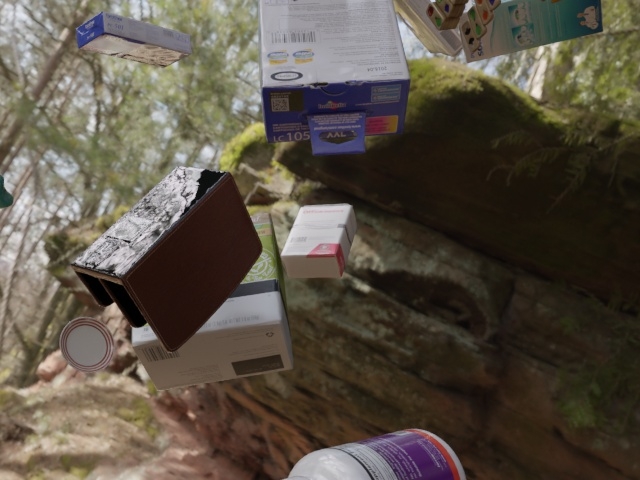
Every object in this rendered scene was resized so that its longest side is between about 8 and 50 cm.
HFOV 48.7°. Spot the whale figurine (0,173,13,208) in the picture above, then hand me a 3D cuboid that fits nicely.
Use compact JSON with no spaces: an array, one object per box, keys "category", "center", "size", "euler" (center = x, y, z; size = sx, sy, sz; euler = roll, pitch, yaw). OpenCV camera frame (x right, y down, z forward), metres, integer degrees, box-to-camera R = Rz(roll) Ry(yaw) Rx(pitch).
[{"category":"whale figurine","center":[-0.812,-0.054,1.541],"size":[0.141,0.272,0.216],"euler":[60,-21,30]}]

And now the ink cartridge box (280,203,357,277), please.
[{"category":"ink cartridge box","center":[0.000,0.000,1.945],"size":[0.159,0.217,0.092],"euler":[-1,-49,19]}]

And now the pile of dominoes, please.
[{"category":"pile of dominoes","center":[0.262,-0.489,1.269],"size":[0.251,0.040,0.195],"euler":[110,-39,-52]}]

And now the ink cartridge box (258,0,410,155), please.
[{"category":"ink cartridge box","center":[0.017,-0.338,1.361],"size":[0.270,0.395,0.151],"euler":[-4,-38,-2]}]

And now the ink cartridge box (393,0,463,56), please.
[{"category":"ink cartridge box","center":[0.317,-0.720,2.262],"size":[0.296,0.066,0.261],"euler":[44,8,-17]}]

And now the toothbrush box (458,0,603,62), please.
[{"category":"toothbrush box","center":[0.458,-0.527,1.590],"size":[0.296,0.216,0.126],"euler":[-10,-54,17]}]

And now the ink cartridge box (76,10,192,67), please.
[{"category":"ink cartridge box","center":[-0.371,-0.400,1.421],"size":[0.097,0.046,0.207],"euler":[-11,-8,40]}]

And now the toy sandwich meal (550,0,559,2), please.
[{"category":"toy sandwich meal","center":[0.372,-0.401,1.099],"size":[0.086,0.085,0.029],"euler":[24,-20,11]}]

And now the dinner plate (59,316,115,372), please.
[{"category":"dinner plate","center":[-0.571,0.256,1.731],"size":[0.141,0.141,0.017],"euler":[33,-41,-26]}]

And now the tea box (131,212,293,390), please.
[{"category":"tea box","center":[-0.249,0.141,1.663],"size":[0.329,0.323,0.219],"euler":[-9,-40,-1]}]

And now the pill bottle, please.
[{"category":"pill bottle","center":[0.071,0.400,1.083],"size":[0.182,0.181,0.323],"euler":[14,7,43]}]

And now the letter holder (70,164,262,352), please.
[{"category":"letter holder","center":[-0.274,0.034,1.346],"size":[0.152,0.302,0.214],"euler":[10,-43,37]}]
